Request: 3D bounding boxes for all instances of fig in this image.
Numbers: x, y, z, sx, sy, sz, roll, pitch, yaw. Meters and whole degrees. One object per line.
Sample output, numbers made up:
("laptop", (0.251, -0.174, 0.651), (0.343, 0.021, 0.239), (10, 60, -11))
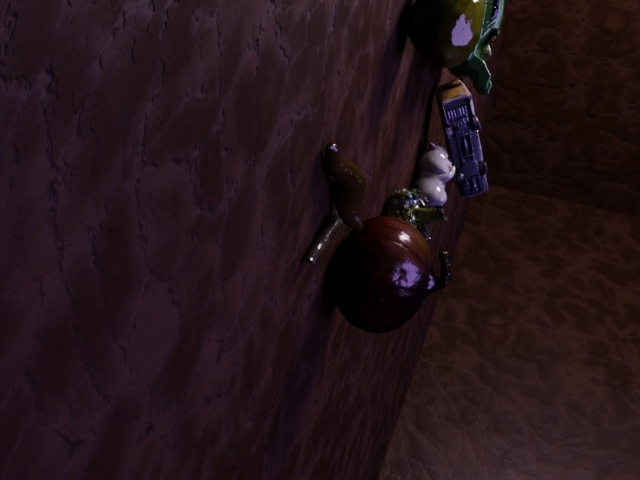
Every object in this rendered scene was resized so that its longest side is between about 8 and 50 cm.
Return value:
("fig", (0.127, 0.069, 1.637), (0.235, 0.214, 0.235), (-47, 167, -15))
("fig", (0.263, -0.476, 1.722), (0.167, 0.167, 0.233), (70, 28, -66))

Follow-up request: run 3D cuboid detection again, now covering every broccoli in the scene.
("broccoli", (0.230, -0.058, 1.991), (0.167, 0.160, 0.154), (-15, 91, -62))

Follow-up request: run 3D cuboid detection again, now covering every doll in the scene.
("doll", (0.318, -0.175, 2.312), (0.110, 0.107, 0.180), (50, 55, -86))

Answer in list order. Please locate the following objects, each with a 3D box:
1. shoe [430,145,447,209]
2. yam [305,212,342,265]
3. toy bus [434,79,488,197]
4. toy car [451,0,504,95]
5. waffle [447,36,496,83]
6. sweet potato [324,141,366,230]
("shoe", (0.331, -0.185, 2.471), (0.078, 0.079, 0.195), (-12, -108, 59))
("yam", (0.000, 0.000, 1.421), (0.027, 0.033, 0.129), (-52, -178, 44))
("toy bus", (0.403, -0.285, 2.358), (0.138, 0.097, 0.342), (-107, 177, -49))
("toy car", (0.359, -0.548, 1.980), (0.213, 0.176, 0.358), (0, 103, -77))
("waffle", (0.402, -0.574, 2.203), (0.317, 0.073, 0.297), (-119, -140, -70))
("sweet potato", (0.045, -0.105, 1.432), (0.069, 0.059, 0.249), (-56, 155, -22))
